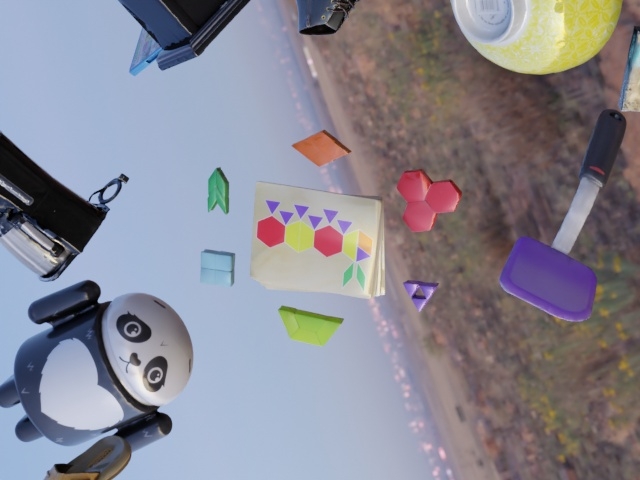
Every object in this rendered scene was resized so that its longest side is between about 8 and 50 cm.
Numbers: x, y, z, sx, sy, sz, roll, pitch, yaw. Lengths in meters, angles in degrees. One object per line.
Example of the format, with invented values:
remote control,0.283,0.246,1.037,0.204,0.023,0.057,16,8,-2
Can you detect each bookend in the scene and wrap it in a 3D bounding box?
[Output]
bookend,-0.118,-0.252,0.846,0.157,0.156,0.072,48,156,-21

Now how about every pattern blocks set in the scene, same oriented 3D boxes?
pattern blocks set,0.000,0.000,1.355,0.026,0.325,0.285,-44,-30,-67

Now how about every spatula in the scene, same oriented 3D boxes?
spatula,0.242,-0.034,0.968,0.296,0.084,0.030,-58,-7,-38

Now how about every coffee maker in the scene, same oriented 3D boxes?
coffee maker,-0.375,-0.063,1.346,0.178,0.120,0.171,43,-124,-28

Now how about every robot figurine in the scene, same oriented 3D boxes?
robot figurine,-0.313,0.183,1.461,0.209,0.278,0.173,51,-160,-46

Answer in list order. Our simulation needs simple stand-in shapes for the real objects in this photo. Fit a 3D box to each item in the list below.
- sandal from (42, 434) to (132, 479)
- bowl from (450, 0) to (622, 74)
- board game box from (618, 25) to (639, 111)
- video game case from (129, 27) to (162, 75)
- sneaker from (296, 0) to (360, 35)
sandal,-0.285,0.276,1.206,0.180,0.072,0.049,-47,-40,-49
bowl,0.291,-0.375,1.584,0.289,0.156,0.289,30,134,36
board game box,0.536,-0.244,1.513,0.026,0.186,0.126,-88,0,-58
video game case,-0.244,-0.347,1.689,0.015,0.166,0.119,34,-133,-32
sneaker,0.053,-0.408,1.694,0.083,0.222,0.118,12,-109,-48
